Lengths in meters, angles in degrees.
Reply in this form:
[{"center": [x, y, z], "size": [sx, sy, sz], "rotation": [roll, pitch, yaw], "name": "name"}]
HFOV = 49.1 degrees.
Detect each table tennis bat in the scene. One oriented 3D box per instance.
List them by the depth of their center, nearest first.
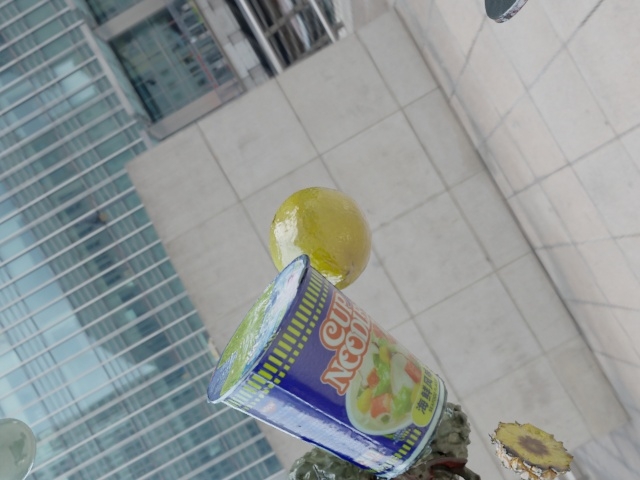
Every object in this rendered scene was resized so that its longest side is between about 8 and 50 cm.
[{"center": [0.241, -0.366, 0.849], "size": [0.130, 0.019, 0.220], "rotation": [144, 139, -66], "name": "table tennis bat"}]

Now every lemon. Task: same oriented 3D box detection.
[{"center": [-0.001, -0.002, 1.556], "size": [0.236, 0.236, 0.263], "rotation": [60, -178, -5], "name": "lemon"}]

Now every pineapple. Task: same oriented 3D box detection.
[{"center": [0.510, 0.524, 1.717], "size": [0.225, 0.225, 0.076], "rotation": [-111, 34, -71], "name": "pineapple"}]

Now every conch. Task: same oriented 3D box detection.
[{"center": [-0.507, 0.311, 0.970], "size": [0.185, 0.221, 0.120], "rotation": [34, -129, -66], "name": "conch"}]

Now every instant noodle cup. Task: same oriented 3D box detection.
[{"center": [0.021, 0.220, 1.124], "size": [0.312, 0.284, 0.284], "rotation": [35, -172, -11], "name": "instant noodle cup"}]

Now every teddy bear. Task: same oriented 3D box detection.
[{"center": [0.109, 0.441, 1.216], "size": [0.357, 0.368, 0.224], "rotation": [-98, 20, -63], "name": "teddy bear"}]
